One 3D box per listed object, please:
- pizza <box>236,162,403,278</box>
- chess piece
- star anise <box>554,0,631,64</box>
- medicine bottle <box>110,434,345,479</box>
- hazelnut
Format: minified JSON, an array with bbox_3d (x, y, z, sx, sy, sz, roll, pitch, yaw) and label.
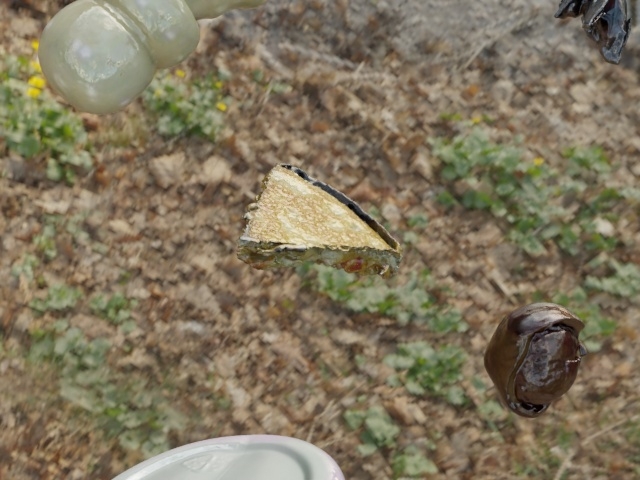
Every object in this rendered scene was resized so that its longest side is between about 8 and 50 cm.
[{"bbox_3d":[0.000,0.000,1.708,0.251,0.074,0.288,24,30,2],"label":"pizza"},{"bbox_3d":[-0.171,-0.259,1.219,0.167,0.167,0.299,45,75,4],"label":"chess piece"},{"bbox_3d":[0.423,-0.409,1.784,0.212,0.129,0.283,-1,89,-48],"label":"star anise"},{"bbox_3d":[-0.078,0.326,0.993,0.252,0.252,0.241,-22,109,-30],"label":"medicine bottle"},{"bbox_3d":[0.370,0.199,1.983,0.160,0.202,0.170,38,46,18],"label":"hazelnut"}]
